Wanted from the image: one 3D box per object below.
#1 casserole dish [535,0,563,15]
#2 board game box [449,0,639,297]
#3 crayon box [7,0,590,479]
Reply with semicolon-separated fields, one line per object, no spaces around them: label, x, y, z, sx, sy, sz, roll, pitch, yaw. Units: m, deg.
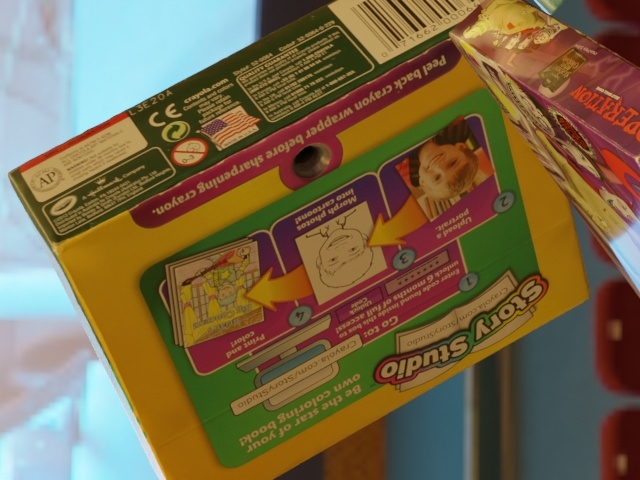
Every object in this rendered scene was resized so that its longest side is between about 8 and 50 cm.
casserole dish;0.237;-0.287;1.771;0.188;0.037;0.114;-55;9;28
board game box;0.216;0.022;1.091;0.347;0.056;0.208;50;173;-32
crayon box;0.000;0.000;1.432;0.106;0.363;0.313;52;167;44
